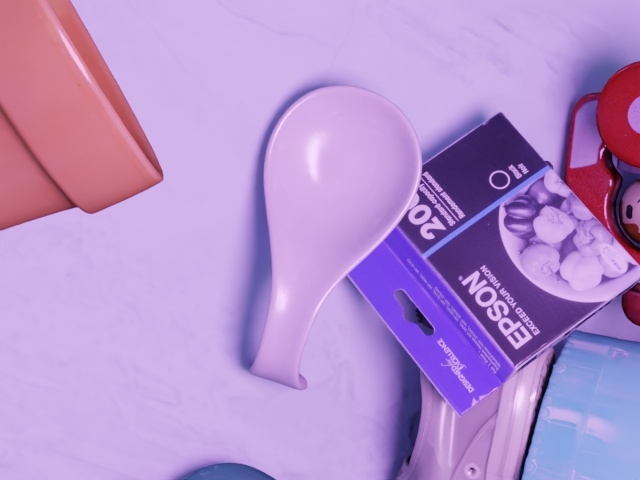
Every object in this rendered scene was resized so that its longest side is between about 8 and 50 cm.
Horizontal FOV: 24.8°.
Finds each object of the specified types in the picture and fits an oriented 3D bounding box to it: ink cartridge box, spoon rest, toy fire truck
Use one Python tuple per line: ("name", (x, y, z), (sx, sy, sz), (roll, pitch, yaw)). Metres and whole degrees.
("ink cartridge box", (0.144, 0.017, 1.306), (0.208, 0.045, 0.206), (-36, 71, -10))
("spoon rest", (0.000, 0.000, 1.274), (0.137, 0.084, 0.276), (17, 95, 4))
("toy fire truck", (0.376, -0.034, 1.365), (0.169, 0.302, 0.254), (-6, 102, -64))

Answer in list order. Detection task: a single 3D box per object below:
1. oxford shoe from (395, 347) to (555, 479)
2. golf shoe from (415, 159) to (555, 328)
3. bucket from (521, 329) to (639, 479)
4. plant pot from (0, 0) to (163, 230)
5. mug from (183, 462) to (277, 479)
("oxford shoe", (0.120, 0.291, 1.398), (0.130, 0.169, 0.449), (14, 106, 15))
("golf shoe", (0.175, 0.019, 1.386), (0.198, 0.077, 0.094), (-50, 118, -8))
("bucket", (0.296, 0.222, 1.369), (0.281, 0.183, 0.281), (14, 90, -74))
("plant pot", (-0.269, -0.118, 1.026), (0.203, 0.291, 0.291), (-30, 114, 0))
("mug", (-0.085, 0.253, 1.285), (0.129, 0.097, 0.158), (-35, 115, -21))
